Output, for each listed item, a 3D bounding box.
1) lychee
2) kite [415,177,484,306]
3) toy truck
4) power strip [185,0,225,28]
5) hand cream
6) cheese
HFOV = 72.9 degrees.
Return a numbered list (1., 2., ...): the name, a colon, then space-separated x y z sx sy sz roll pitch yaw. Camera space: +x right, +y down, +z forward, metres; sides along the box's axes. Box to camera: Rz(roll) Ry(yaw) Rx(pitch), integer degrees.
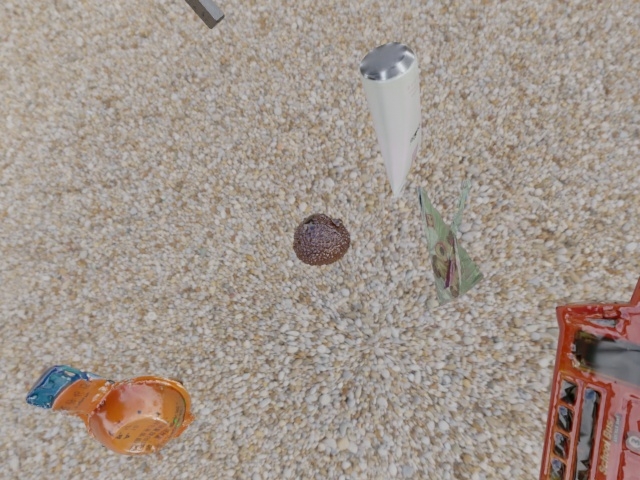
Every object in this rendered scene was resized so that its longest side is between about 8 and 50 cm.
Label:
1. lychee: -0.001 -0.001 0.964 0.129 0.123 0.123 -31 71 35
2. kite: 0.199 -0.010 0.644 0.012 0.229 0.250 -11 43 39
3. toy truck: 0.219 0.117 0.287 0.108 0.114 0.252 6 91 -35
4. power strip: -0.235 -0.459 0.822 0.111 0.038 0.029 45 63 -23
5. hand cream: 0.181 -0.271 1.000 0.118 0.358 0.185 12 63 27
6. cheese: -0.407 0.340 0.882 0.217 0.329 0.129 -49 35 7
